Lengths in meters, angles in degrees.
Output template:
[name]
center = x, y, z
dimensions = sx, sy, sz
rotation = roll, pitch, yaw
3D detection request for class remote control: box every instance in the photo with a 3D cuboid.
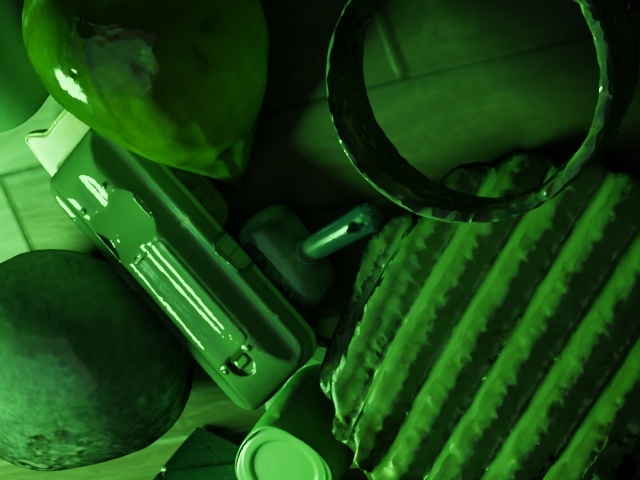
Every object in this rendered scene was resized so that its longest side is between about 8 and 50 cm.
[remote control]
center = -0.151, 0.028, 1.808
dimensions = 0.335, 0.065, 0.128
rotation = 48, 126, 7

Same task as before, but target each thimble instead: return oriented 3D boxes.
[thimble]
center = 0.143, -0.153, 1.553
dimensions = 0.271, 0.150, 0.271
rotation = 4, 104, 16

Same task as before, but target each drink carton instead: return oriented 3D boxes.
[drink carton]
center = -0.016, 0.217, 1.868
dimensions = 0.146, 0.142, 0.144
rotation = 34, 126, 4

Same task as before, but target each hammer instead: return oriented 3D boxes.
[hammer]
center = 0.000, 0.000, 1.762
dimensions = 0.116, 0.069, 0.194
rotation = 54, 142, -6

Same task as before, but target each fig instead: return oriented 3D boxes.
[fig]
center = -0.140, -0.189, 1.705
dimensions = 0.233, 0.233, 0.314
rotation = -28, 146, 34

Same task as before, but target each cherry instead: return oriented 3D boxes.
[cherry]
center = -0.285, 0.133, 1.908
dimensions = 0.296, 0.218, 0.255
rotation = -1, 113, 11

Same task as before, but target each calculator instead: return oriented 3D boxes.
[calculator]
center = -0.202, -0.069, 1.871
dimensions = 0.236, 0.033, 0.157
rotation = 45, 125, -5

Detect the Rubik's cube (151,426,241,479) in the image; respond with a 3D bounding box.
[Rubik's cube]
center = -0.115, 0.377, 1.962
dimensions = 0.205, 0.205, 0.207
rotation = 23, 122, 13

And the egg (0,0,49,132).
[egg]
center = -0.370, -0.242, 1.750
dimensions = 0.203, 0.203, 0.282
rotation = -9, 117, 29

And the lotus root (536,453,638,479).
[lotus root]
center = 0.188, 0.243, 1.772
dimensions = 0.284, 0.160, 0.146
rotation = -10, 117, 28

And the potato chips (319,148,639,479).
[potato chips]
center = 0.175, 0.099, 1.679
dimensions = 0.358, 0.070, 0.429
rotation = 37, 104, 29
